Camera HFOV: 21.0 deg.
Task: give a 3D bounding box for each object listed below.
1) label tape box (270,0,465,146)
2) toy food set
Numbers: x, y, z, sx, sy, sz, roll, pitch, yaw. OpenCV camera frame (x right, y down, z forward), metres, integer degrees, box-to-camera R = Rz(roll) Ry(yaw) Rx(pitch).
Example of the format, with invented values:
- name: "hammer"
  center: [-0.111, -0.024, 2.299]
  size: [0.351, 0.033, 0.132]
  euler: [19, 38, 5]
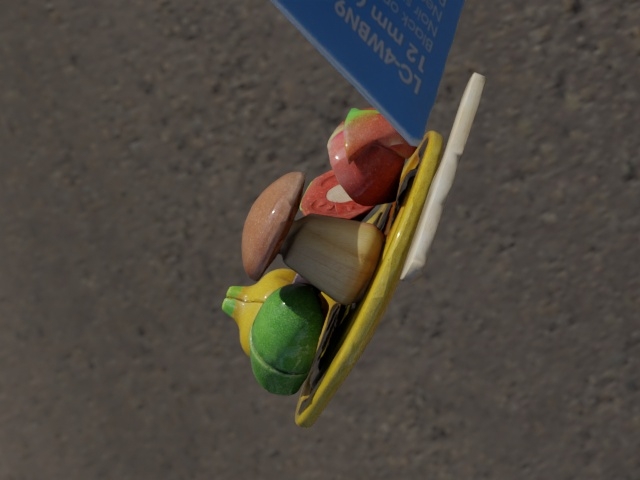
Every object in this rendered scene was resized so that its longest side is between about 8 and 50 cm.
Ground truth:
- name: "label tape box"
  center: [0.043, -0.243, 0.531]
  size: [0.115, 0.348, 0.249]
  euler: [-16, 131, 42]
- name: "toy food set"
  center: [0.000, 0.000, 0.791]
  size: [0.071, 0.128, 0.218]
  euler: [23, 150, -3]
